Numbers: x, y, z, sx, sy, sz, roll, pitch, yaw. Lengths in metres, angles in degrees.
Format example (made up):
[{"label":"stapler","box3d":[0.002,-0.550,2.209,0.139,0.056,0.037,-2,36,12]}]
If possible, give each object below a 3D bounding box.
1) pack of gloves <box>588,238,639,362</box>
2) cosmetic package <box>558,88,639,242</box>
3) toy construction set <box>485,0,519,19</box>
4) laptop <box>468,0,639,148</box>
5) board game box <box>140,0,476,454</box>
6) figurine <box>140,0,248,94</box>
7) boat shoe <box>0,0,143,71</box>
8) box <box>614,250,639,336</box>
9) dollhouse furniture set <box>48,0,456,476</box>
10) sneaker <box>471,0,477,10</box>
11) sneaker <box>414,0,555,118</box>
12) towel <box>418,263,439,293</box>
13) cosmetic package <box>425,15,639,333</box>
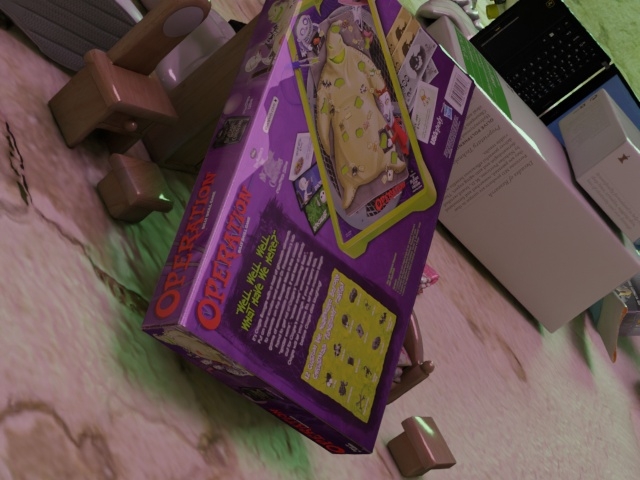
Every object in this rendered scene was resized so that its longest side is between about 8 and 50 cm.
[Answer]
[{"label":"pack of gloves","box3d":[0.413,0.032,1.707,0.046,0.195,0.232,4,21,-3]},{"label":"cosmetic package","box3d":[0.380,-0.101,1.588,0.117,0.085,0.231,46,20,-13]},{"label":"toy construction set","box3d":[0.377,-0.449,2.418,0.215,0.151,0.328,-104,169,-80]},{"label":"laptop","box3d":[0.324,-0.195,1.821,0.264,0.234,0.137,44,23,-21]},{"label":"board game box","box3d":[0.007,-0.039,0.934,0.208,0.056,0.347,42,55,-39]},{"label":"figurine","box3d":[-0.085,-0.182,1.209,0.215,0.092,0.209,24,27,-39]},{"label":"boat shoe","box3d":[-0.225,-0.213,0.979,0.226,0.083,0.076,34,29,-36]},{"label":"box","box3d":[0.482,0.042,1.871,0.183,0.056,0.231,0,43,-11]},{"label":"dollhouse furniture set","box3d":[0.000,0.000,0.979,0.303,0.174,0.356,11,46,-58]},{"label":"sneaker","box3d":[0.264,-0.476,2.349,0.094,0.080,0.212,62,20,-6]},{"label":"sneaker","box3d":[0.262,-0.284,2.025,0.292,0.110,0.118,47,29,8]},{"label":"towel","box3d":[0.042,-0.005,1.259,0.144,0.029,0.197,57,23,14]},{"label":"cosmetic package","box3d":[0.225,-0.081,1.563,0.365,0.155,0.197,42,21,-22]}]
